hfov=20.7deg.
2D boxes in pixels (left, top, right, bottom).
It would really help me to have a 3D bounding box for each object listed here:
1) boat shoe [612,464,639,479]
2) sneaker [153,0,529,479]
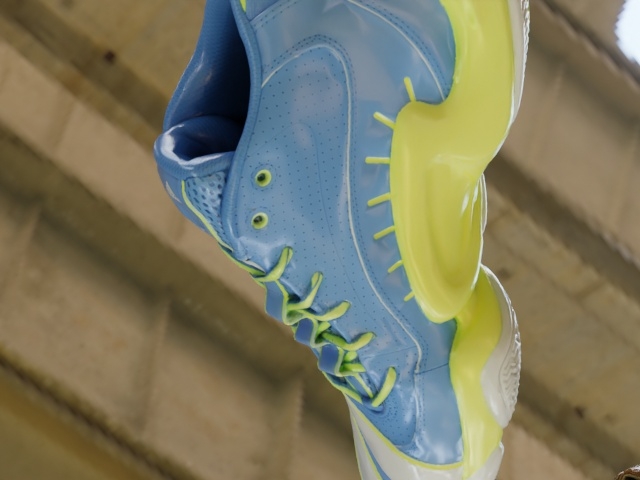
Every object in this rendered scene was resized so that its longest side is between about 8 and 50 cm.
[{"bbox_3d":[0.225,0.178,1.085,0.307,0.110,0.104,-11,-117,-39],"label":"boat shoe"},{"bbox_3d":[0.000,0.000,0.611,0.126,0.240,0.091,-8,-158,-21],"label":"sneaker"}]
